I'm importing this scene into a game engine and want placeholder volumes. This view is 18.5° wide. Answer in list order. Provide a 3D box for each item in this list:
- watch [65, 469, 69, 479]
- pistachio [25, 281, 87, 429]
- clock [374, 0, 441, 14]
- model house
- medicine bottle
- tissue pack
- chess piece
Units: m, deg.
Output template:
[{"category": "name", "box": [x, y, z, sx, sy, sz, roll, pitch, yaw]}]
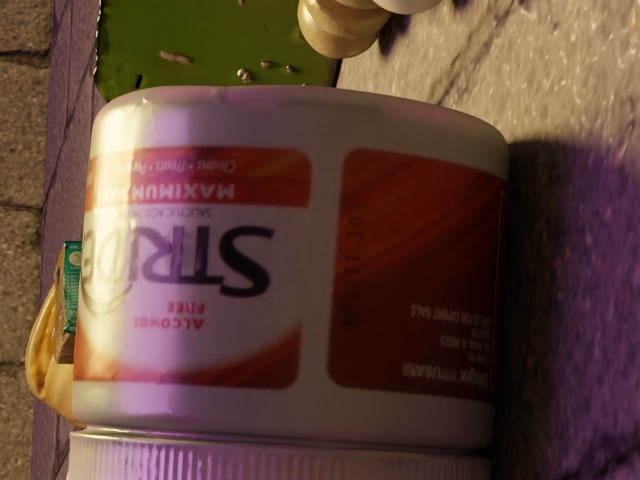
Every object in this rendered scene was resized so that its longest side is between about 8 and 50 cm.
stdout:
[{"category": "watch", "box": [-0.094, 0.194, 1.533, 0.244, 0.196, 0.231, 23, 117, 33]}, {"category": "pistachio", "box": [-0.296, 0.131, 2.543, 0.157, 0.157, 0.229, -121, 44, -68]}, {"category": "clock", "box": [0.062, -0.244, 1.294, 0.162, 0.093, 0.166, 131, 141, -73]}, {"category": "model house", "box": [-0.069, -0.249, 1.666, 0.154, 0.207, 0.294, -75, -4, -60]}, {"category": "medicine bottle", "box": [-0.018, 0.043, 1.169, 0.252, 0.253, 0.240, 162, 112, -75]}, {"category": "tissue pack", "box": [-0.191, 0.069, 2.052, 0.082, 0.169, 0.120, 109, 160, -54]}, {"category": "chess piece", "box": [0.027, -0.193, 1.449, 0.170, 0.094, 0.094, 112, 160, -71]}]
